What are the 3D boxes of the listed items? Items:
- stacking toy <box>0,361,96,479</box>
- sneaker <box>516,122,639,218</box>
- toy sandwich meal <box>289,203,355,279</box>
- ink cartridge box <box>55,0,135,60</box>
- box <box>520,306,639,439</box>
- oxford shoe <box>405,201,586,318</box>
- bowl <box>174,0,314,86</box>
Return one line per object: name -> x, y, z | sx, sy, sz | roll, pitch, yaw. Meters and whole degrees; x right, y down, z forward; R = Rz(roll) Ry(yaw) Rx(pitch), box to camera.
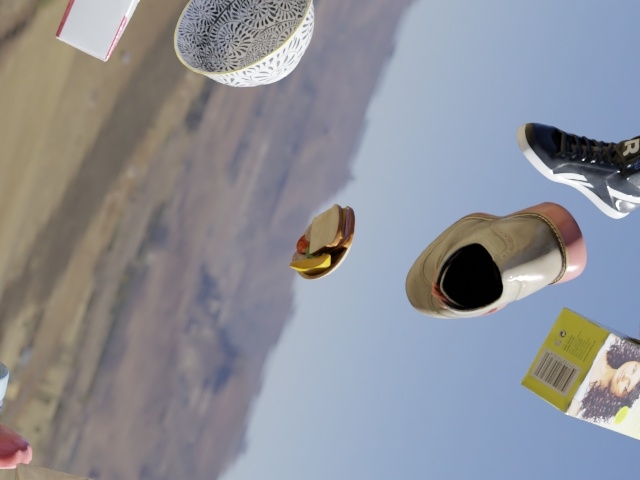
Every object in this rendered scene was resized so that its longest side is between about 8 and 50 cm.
stacking toy -> -0.374, 0.166, 1.765 | 0.309, 0.279, 0.130 | -8, 108, -51
sneaker -> 0.378, -0.121, 2.580 | 0.121, 0.217, 0.079 | -35, -142, 38
toy sandwich meal -> 0.000, 0.000, 1.875 | 0.085, 0.029, 0.085 | -29, -136, 32
ink cartridge box -> -0.217, -0.272, 2.000 | 0.150, 0.063, 0.109 | -79, -166, -62
box -> 0.277, 0.131, 1.771 | 0.232, 0.058, 0.087 | 21, 99, -55
oxford shoe -> 0.171, 0.034, 2.276 | 0.348, 0.130, 0.123 | -31, -99, 62
bowl -> -0.069, -0.226, 2.109 | 0.080, 0.170, 0.170 | 52, 47, -45
